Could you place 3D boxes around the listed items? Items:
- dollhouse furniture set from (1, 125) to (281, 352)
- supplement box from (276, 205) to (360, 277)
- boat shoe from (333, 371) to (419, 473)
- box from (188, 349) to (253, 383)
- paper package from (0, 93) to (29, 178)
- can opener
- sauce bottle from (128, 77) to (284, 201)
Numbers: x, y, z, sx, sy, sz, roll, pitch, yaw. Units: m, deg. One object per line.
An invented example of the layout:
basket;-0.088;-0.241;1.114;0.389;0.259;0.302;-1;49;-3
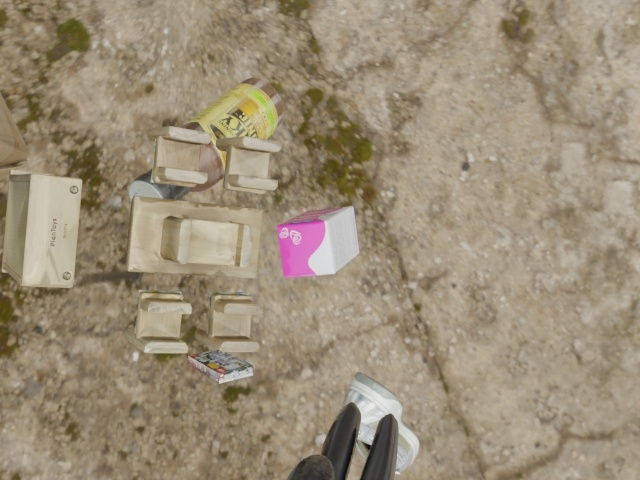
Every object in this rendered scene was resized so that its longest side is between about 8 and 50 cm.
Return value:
dollhouse furniture set;-0.182;-0.007;0.773;0.242;0.161;0.212;5;92;-29
supplement box;0.000;0.000;1.595;0.111;0.220;0.114;-5;100;17
boat shoe;0.091;0.335;1.305;0.103;0.118;0.320;-50;151;-20
box;-0.233;0.290;1.768;0.094;0.137;0.027;-8;105;-40
paper package;-0.568;-0.175;0.907;0.309;0.168;0.325;-30;83;3
can opener;0.014;0.138;0.407;0.059;0.186;0.073;25;108;11
sauce bottle;-0.183;-0.152;1.259;0.111;0.344;0.111;18;133;20
